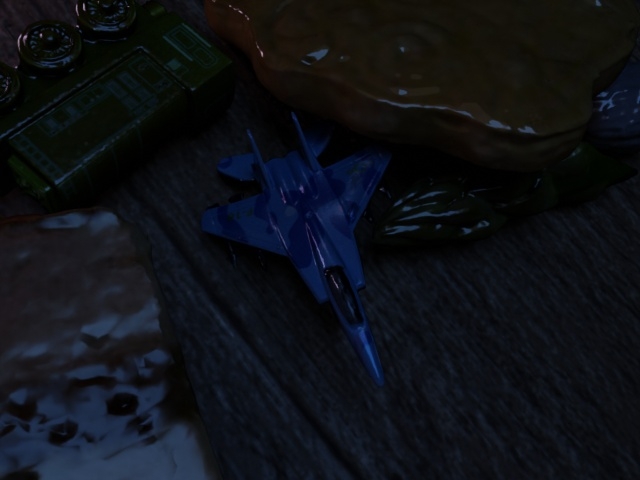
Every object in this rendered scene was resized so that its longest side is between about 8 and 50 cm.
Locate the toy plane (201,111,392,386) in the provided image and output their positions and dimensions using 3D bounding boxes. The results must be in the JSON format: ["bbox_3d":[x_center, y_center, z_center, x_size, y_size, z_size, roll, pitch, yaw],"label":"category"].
[{"bbox_3d":[0.001,0.004,0.488,0.169,0.078,0.247,-23,65,-3],"label":"toy plane"}]

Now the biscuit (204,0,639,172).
[{"bbox_3d":[0.095,-0.229,0.583,0.384,0.062,0.365,26,54,17],"label":"biscuit"}]

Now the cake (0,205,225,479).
[{"bbox_3d":[-0.173,0.104,0.360,0.198,0.196,0.293,-13,63,-19],"label":"cake"}]

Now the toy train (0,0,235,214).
[{"bbox_3d":[-0.189,-0.114,0.516,0.137,0.090,0.225,41,64,6],"label":"toy train"}]

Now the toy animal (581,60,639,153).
[{"bbox_3d":[0.326,-0.141,0.628,0.324,0.090,0.195,29,56,4],"label":"toy animal"}]

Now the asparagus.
[{"bbox_3d":[0.165,-0.048,0.562,0.287,0.080,0.080,-21,70,-19],"label":"asparagus"}]
